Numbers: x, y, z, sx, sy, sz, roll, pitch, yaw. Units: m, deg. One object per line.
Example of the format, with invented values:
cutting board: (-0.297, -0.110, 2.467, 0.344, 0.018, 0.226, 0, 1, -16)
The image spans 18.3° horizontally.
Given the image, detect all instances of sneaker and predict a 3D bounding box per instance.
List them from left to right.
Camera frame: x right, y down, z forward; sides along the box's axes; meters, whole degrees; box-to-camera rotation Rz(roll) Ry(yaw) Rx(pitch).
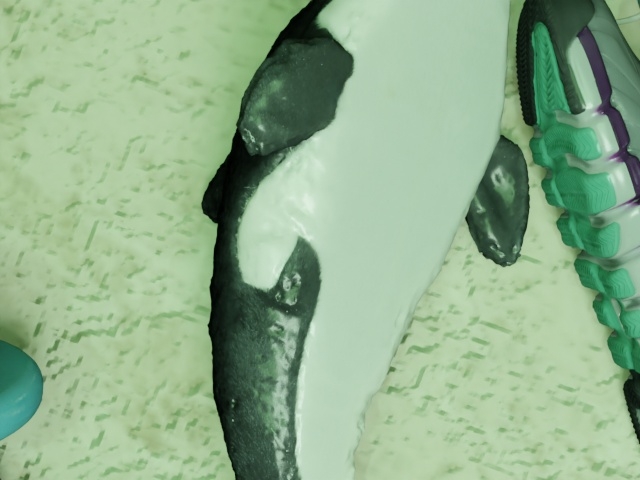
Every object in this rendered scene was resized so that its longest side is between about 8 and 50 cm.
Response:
sneaker: (0.150, -0.006, 0.783, 0.098, 0.083, 0.223, -22, 102, -7)

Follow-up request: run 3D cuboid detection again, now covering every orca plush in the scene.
orca plush: (0.000, 0.000, 0.807, 0.151, 0.102, 0.287, -2, 99, -40)

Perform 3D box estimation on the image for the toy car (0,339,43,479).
toy car: (-0.186, 0.083, 0.785, 0.182, 0.159, 0.136, -46, 120, 1)

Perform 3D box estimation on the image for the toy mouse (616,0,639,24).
toy mouse: (0.160, -0.072, 0.775, 0.143, 0.161, 0.031, 14, 44, 26)
